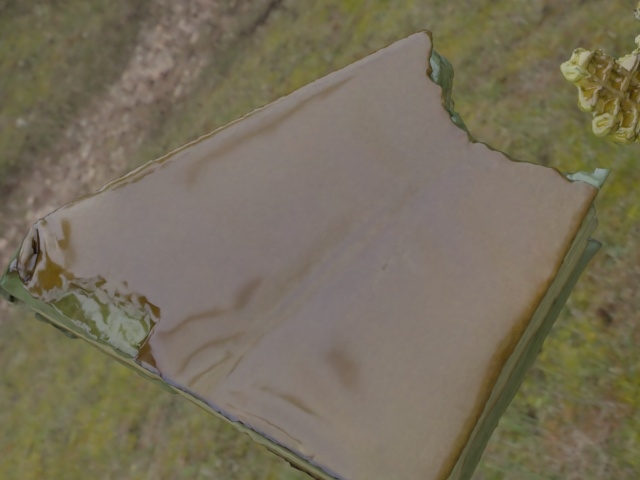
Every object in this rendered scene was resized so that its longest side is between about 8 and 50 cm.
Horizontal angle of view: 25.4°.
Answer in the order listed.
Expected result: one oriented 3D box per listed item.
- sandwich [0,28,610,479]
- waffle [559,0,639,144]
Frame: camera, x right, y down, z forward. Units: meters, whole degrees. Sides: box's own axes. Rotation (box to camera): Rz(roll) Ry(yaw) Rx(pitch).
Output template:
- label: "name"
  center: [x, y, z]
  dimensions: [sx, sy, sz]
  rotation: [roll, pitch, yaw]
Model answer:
- label: "sandwich"
  center: [0.000, 0.000, 0.672]
  dimensions: [0.227, 0.155, 0.198]
  rotation: [28, 80, 13]
- label: "waffle"
  center: [0.339, -0.189, 1.519]
  dimensions: [0.194, 0.149, 0.051]
  rotation: [-30, 11, -27]
